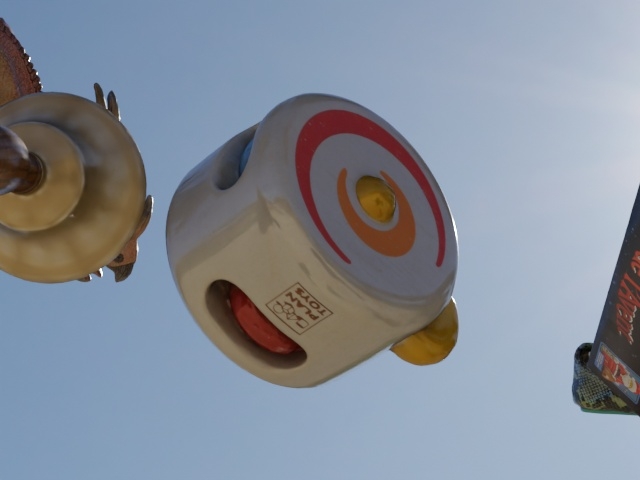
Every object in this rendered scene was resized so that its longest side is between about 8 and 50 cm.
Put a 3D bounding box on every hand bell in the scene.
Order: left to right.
[{"bbox_3d":[-0.179,-0.042,1.019,0.126,0.126,0.242,-6,-4,1],"label":"hand bell"}]

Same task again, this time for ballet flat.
[{"bbox_3d":[0.265,0.107,1.330,0.188,0.070,0.070,1,-18,45],"label":"ballet flat"}]

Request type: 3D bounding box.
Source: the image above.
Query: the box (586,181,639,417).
[{"bbox_3d":[0.221,-0.032,0.851,0.159,0.044,0.233,-26,-36,-27],"label":"box"}]

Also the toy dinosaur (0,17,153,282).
[{"bbox_3d":[-0.257,-0.105,1.370,0.200,0.127,0.296,-9,-49,18],"label":"toy dinosaur"}]

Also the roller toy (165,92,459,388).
[{"bbox_3d":[0.000,0.000,1.260,0.191,0.209,0.146,3,-28,-45],"label":"roller toy"}]
